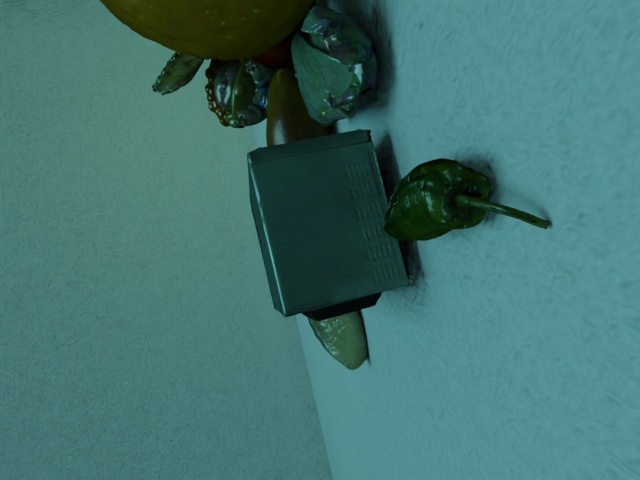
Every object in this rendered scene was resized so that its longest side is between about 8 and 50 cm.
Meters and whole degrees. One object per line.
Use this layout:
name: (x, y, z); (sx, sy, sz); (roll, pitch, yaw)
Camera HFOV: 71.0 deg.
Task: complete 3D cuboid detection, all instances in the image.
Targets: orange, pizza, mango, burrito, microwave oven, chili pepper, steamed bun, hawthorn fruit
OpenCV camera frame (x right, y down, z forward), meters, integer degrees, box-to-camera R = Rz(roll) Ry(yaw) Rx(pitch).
orange: (-0.145, -0.383, 0.548); (0.340, 0.341, 0.293); (-113, 29, -49)
pizza: (-0.250, -0.513, 1.076); (0.080, 0.434, 0.392); (37, -177, -27)
mango: (-0.046, -0.228, 0.854); (0.151, 0.121, 0.220); (-174, 79, -79)
burrito: (0.019, -0.227, 0.602); (0.229, 0.089, 0.143); (-130, 16, -72)
microwave oven: (-0.001, -0.010, 0.682); (0.295, 0.181, 0.237); (140, 116, -79)
chili pepper: (0.104, -0.037, 0.404); (0.204, 0.073, 0.072); (159, 113, -79)
steamed bun: (0.016, 0.143, 0.990); (0.231, 0.111, 0.212); (-130, 30, -65)
hawthorn fruit: (-0.065, -0.365, 0.759); (0.172, 0.148, 0.148); (39, 143, 50)

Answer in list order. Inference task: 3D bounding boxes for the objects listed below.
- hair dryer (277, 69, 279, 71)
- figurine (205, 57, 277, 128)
hair dryer: (-0.097, -0.467, 0.857); (0.271, 0.092, 0.235); (80, 174, -69)
figurine: (-0.148, -0.351, 1.131); (0.381, 0.205, 0.224); (52, 132, 38)
